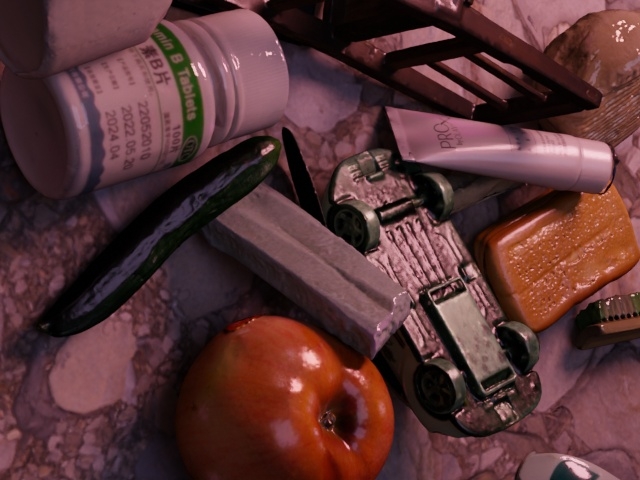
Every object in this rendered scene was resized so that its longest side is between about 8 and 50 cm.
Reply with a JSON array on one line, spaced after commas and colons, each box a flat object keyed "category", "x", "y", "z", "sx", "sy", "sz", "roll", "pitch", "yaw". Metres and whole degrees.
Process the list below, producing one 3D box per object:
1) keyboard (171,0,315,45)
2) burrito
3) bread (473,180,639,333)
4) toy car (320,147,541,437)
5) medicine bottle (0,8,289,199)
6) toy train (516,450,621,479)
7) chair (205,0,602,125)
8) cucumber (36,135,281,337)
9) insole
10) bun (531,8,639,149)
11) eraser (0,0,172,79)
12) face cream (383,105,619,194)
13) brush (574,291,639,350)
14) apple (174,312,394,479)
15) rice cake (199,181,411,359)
[{"category": "keyboard", "x": -0.131, "y": -0.264, "z": 1.615, "sx": 0.310, "sy": 0.018, "sz": 0.101, "roll": 13, "pitch": 78, "yaw": -33}, {"category": "burrito", "x": 0.168, "y": -0.063, "z": 1.797, "sx": 0.185, "sy": 0.041, "sz": 0.045, "roll": -22, "pitch": 141, "yaw": -34}, {"category": "bread", "x": 0.250, "y": 0.012, "z": 1.823, "sx": 0.200, "sy": 0.077, "sz": 0.116, "roll": -31, "pitch": 105, "yaw": -30}, {"category": "toy car", "x": 0.094, "y": 0.061, "z": 1.685, "sx": 0.136, "sy": 0.125, "sz": 0.306, "roll": -22, "pitch": 78, "yaw": -42}, {"category": "medicine bottle", "x": -0.153, "y": -0.128, "z": 1.519, "sx": 0.237, "sy": 0.139, "sz": 0.139, "roll": -18, "pitch": 97, "yaw": -33}, {"category": "toy train", "x": 0.377, "y": 0.355, "z": 1.881, "sx": 0.407, "sy": 0.088, "sz": 0.086, "roll": 38, "pitch": 67, "yaw": -25}, {"category": "chair", "x": 0.092, "y": -0.293, "z": 1.652, "sx": 0.416, "sy": 0.203, "sz": 0.240, "roll": 20, "pitch": 72, "yaw": -39}, {"category": "cucumber", "x": -0.146, "y": -0.006, "z": 1.550, "sx": 0.284, "sy": 0.056, "sz": 0.056, "roll": -41, "pitch": 110, "yaw": -16}, {"category": "insole", "x": 0.001, "y": 0.000, "z": 1.656, "sx": 0.003, "sy": 0.080, "sz": 0.232, "roll": -19, "pitch": 101, "yaw": -13}, {"category": "bun", "x": 0.299, "y": -0.180, "z": 1.846, "sx": 0.173, "sy": 0.166, "sz": 0.113, "roll": -17, "pitch": 54, "yaw": -41}, {"category": "eraser", "x": -0.255, "y": -0.337, "z": 1.384, "sx": 0.150, "sy": 0.331, "sz": 0.331, "roll": -28, "pitch": 102, "yaw": -35}, {"category": "face cream", "x": 0.186, "y": -0.092, "z": 1.757, "sx": 0.244, "sy": 0.092, "sz": 0.058, "roll": 8, "pitch": 126, "yaw": -19}, {"category": "brush", "x": 0.399, "y": 0.080, "z": 1.938, "sx": 0.282, "sy": 0.054, "sz": 0.048, "roll": -6, "pitch": 71, "yaw": -35}, {"category": "apple", "x": -0.033, "y": 0.167, "z": 1.566, "sx": 0.209, "sy": 0.164, "sz": 0.209, "roll": 4, "pitch": 83, "yaw": -37}, {"category": "rice cake", "x": -0.014, "y": 0.020, "z": 1.587, "sx": 0.226, "sy": 0.040, "sz": 0.085, "roll": 37, "pitch": 50, "yaw": 19}]
